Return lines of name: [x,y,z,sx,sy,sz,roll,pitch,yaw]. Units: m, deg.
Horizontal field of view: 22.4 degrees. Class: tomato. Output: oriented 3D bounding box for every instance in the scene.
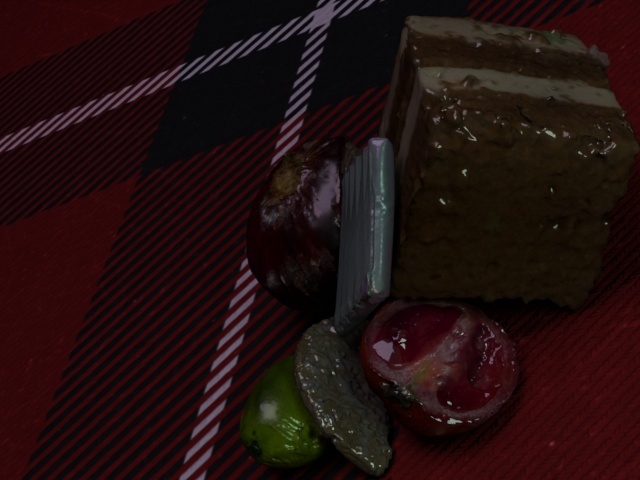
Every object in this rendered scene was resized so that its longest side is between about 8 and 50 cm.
tomato: [0.135,0.155,1.887,0.189,0.099,0.173,39,52,20]

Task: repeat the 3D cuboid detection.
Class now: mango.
mango: [-0.029,0.206,1.968,0.119,0.100,0.178,25,47,9]

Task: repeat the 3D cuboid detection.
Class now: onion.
onion: [-0.002,0.005,2.113,0.206,0.216,0.207,-20,42,34]

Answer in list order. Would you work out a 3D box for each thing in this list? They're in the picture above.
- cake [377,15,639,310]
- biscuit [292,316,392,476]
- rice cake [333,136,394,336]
cake: [0.205,-0.095,1.928,0.256,0.282,0.290,8,31,-8]
biscuit: [0.028,0.167,1.942,0.032,0.133,0.250,-51,20,35]
rice cake: [0.052,-0.003,1.909,0.189,0.037,0.198,125,149,-69]
